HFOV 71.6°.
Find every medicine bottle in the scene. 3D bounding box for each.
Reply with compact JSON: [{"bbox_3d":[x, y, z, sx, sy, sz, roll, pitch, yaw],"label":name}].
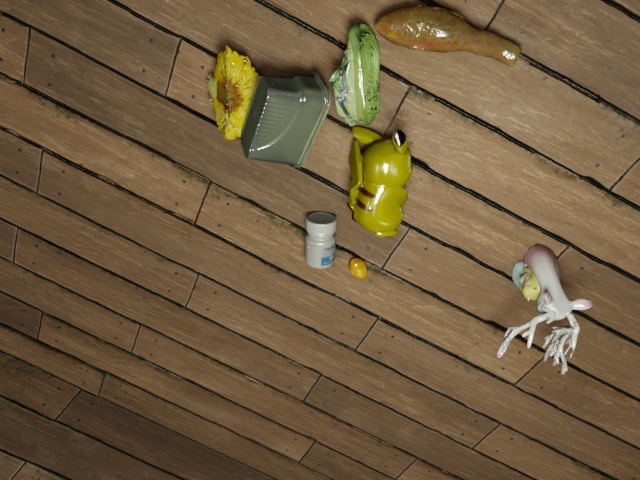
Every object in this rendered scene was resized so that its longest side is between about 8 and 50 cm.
[{"bbox_3d":[0.000,0.000,1.471,0.105,0.105,0.168,6,118,8],"label":"medicine bottle"}]

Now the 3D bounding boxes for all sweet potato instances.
[{"bbox_3d":[0.327,-0.526,1.132,0.385,0.109,0.109,13,119,3],"label":"sweet potato"}]

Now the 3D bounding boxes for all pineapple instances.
[{"bbox_3d":[-0.253,-0.428,1.310,0.164,0.140,0.249,21,117,50],"label":"pineapple"}]

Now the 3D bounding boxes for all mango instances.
[{"bbox_3d":[0.132,0.098,1.531,0.060,0.046,0.089,-25,115,21],"label":"mango"}]

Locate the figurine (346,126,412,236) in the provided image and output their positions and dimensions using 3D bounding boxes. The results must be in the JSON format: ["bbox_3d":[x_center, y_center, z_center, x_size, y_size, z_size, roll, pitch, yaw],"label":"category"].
[{"bbox_3d":[0.172,-0.182,1.313,0.169,0.218,0.326,-4,117,-34],"label":"figurine"}]

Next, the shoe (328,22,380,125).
[{"bbox_3d":[0.094,-0.440,1.199,0.128,0.140,0.262,-3,114,17],"label":"shoe"}]

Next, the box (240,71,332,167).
[{"bbox_3d":[-0.102,-0.335,1.236,0.178,0.138,0.274,-1,138,-29],"label":"box"}]

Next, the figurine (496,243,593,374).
[{"bbox_3d":[0.671,0.212,1.335,0.206,0.315,0.284,19,121,6],"label":"figurine"}]
